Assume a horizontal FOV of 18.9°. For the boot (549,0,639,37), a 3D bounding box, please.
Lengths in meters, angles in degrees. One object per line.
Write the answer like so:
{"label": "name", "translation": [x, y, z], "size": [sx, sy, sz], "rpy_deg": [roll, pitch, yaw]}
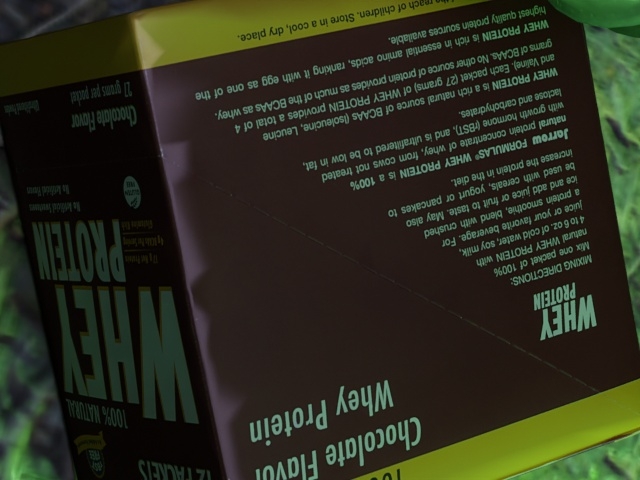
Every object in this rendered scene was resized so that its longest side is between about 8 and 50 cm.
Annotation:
{"label": "boot", "translation": [0.269, -0.128, 0.821], "size": [0.445, 0.146, 0.367], "rpy_deg": [38, 48, -33]}

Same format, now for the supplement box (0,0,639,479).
{"label": "supplement box", "translation": [0.000, 0.000, 0.730], "size": [0.191, 0.129, 0.194], "rpy_deg": [-15, 97, -31]}
